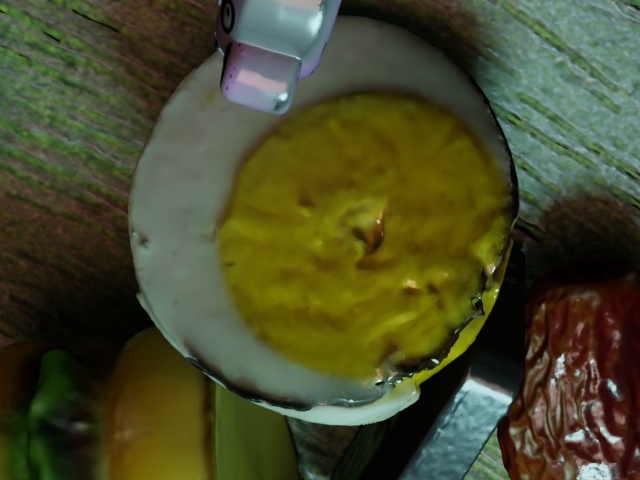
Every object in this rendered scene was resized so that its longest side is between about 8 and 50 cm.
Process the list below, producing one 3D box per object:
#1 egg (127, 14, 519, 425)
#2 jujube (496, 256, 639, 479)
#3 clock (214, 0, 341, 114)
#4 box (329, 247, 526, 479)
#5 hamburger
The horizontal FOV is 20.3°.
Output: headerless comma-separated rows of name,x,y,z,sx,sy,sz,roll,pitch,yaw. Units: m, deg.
egg,0.000,0.000,1.480,0.337,0.337,0.201,9,160,1
jujube,0.245,0.139,1.580,0.190,0.190,0.255,-7,111,11
clock,-0.020,-0.226,1.318,0.090,0.248,0.227,14,124,-6
box,0.085,0.178,1.601,0.058,0.211,0.350,23,124,-7
hamburger,-0.173,0.272,1.602,0.277,0.396,0.396,-9,122,10
